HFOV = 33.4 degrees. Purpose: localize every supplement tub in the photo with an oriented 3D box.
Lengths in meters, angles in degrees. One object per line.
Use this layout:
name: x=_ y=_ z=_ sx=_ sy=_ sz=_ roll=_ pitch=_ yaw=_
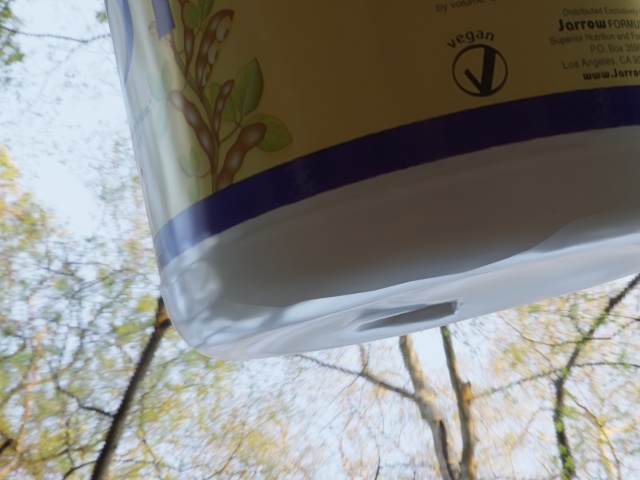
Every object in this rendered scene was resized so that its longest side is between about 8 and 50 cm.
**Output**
supplement tub: x=0.022 y=-0.131 z=0.469 sx=0.241 sy=0.241 sz=0.331 roll=-14 pitch=-100 yaw=5
